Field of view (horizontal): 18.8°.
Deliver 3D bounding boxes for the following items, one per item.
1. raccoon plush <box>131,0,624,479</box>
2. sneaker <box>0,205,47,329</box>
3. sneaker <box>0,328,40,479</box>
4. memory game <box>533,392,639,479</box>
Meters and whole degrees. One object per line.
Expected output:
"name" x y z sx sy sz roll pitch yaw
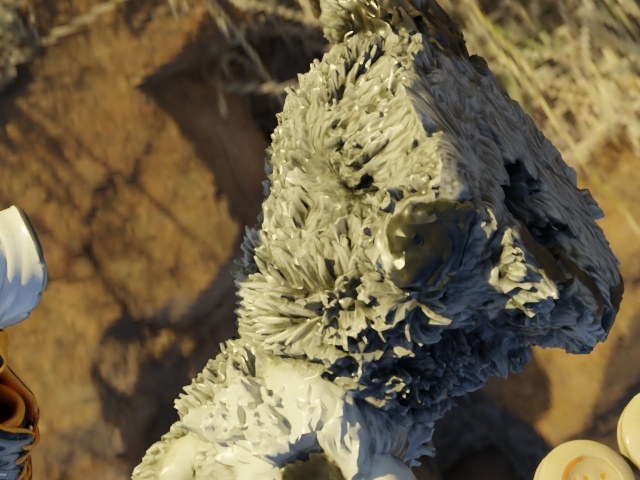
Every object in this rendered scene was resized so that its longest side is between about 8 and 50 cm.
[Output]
"raccoon plush" 0.000 0.000 1.233 0.299 0.446 0.216 -38 130 23
"sneaker" -0.349 0.087 1.735 0.129 0.111 0.297 -4 133 -37
"sneaker" -0.217 0.131 1.254 0.083 0.084 0.215 -9 138 7
"memory game" 0.147 0.133 0.651 0.186 0.186 0.012 -2 155 -15
